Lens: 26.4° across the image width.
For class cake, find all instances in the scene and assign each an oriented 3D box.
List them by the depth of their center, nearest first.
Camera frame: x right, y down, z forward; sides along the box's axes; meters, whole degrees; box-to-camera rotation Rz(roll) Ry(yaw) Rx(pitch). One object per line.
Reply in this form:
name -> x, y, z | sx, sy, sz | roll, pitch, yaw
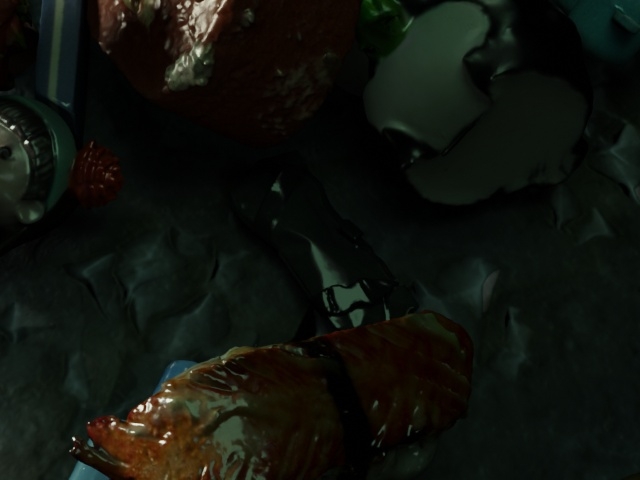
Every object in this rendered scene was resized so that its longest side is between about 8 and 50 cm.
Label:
cake -> -0.091, -0.195, 1.128 | 0.151, 0.177, 0.283 | 24, 10, -39

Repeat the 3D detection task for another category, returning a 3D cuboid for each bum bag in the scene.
bum bag -> 0.000, 0.000, 1.134 | 0.087, 0.049, 0.197 | -25, 63, -30

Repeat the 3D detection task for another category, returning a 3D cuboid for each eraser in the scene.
eraser -> -0.223, -0.175, 1.192 | 0.036, 0.082, 0.225 | 1, 57, -5

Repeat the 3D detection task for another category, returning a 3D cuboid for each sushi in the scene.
sushi -> -0.015, 0.134, 0.965 | 0.332, 0.130, 0.124 | -8, 63, -44

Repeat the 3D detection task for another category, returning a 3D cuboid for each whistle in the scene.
whistle -> 0.258, -0.229, 1.254 | 0.186, 0.093, 0.274 | 34, 18, -11

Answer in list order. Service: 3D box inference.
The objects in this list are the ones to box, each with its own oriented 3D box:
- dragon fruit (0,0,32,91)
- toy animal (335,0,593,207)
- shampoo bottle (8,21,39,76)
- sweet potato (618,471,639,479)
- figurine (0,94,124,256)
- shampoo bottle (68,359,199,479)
dragon fruit -> -0.325, -0.171, 1.098 | 0.135, 0.236, 0.137 | 10, 72, -44
toy animal -> 0.105, -0.174, 1.171 | 0.213, 0.212, 0.266 | -18, 62, -21
shampoo bottle -> -0.346, -0.280, 1.244 | 0.118, 0.076, 0.314 | -21, 63, -23
sweet potato -> 0.134, 0.240, 0.985 | 0.346, 0.079, 0.108 | -8, 30, -13
figurine -> -0.281, -0.014, 1.063 | 0.138, 0.110, 0.245 | 41, 64, 15
shampoo bottle -> -0.139, 0.199, 0.968 | 0.104, 0.061, 0.258 | 25, 55, 0
